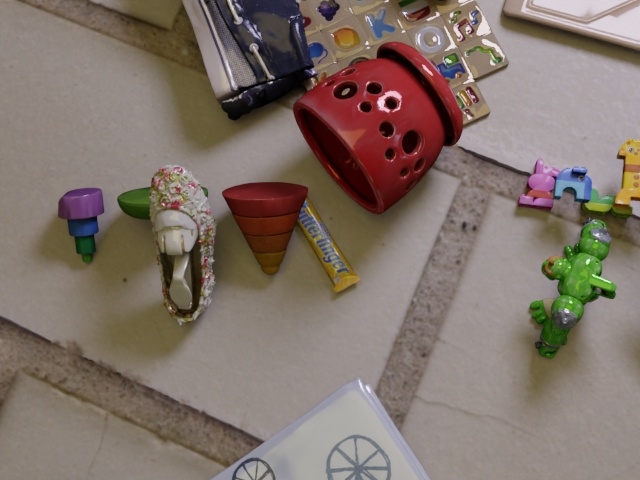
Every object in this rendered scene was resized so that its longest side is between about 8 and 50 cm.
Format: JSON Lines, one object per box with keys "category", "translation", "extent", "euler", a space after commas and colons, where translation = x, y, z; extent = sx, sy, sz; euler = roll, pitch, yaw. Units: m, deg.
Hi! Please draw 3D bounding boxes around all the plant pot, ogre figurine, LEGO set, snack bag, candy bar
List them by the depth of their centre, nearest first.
{"category": "ogre figurine", "translation": [0.339, 0.054, 1.205], "extent": [0.097, 0.118, 0.197], "euler": [43, 84, 13]}
{"category": "snack bag", "translation": [0.003, 0.406, 1.205], "extent": [0.343, 0.037, 0.323], "euler": [-34, 76, 1]}
{"category": "plant pot", "translation": [0.086, -0.157, 1.234], "extent": [0.174, 0.191, 0.191], "euler": [-36, 76, -8]}
{"category": "LEGO set", "translation": [0.394, -0.088, 1.248], "extent": [0.227, 0.087, 0.093], "euler": [7, 79, 6]}
{"category": "candy bar", "translation": [0.000, 0.000, 1.304], "extent": [0.040, 0.018, 0.161], "euler": [-30, 77, -2]}

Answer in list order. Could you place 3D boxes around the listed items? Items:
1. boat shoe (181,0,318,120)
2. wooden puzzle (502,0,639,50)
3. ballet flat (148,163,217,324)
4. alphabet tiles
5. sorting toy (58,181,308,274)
{"category": "boat shoe", "translation": [-0.119, -0.357, 1.346], "extent": [0.158, 0.127, 0.340], "euler": [-20, 86, 3]}
{"category": "wooden puzzle", "translation": [0.412, -0.398, 1.341], "extent": [0.239, 0.044, 0.220], "euler": [17, 80, 14]}
{"category": "ballet flat", "translation": [-0.182, 0.015, 1.218], "extent": [0.091, 0.240, 0.077], "euler": [0, 37, 7]}
{"category": "alphabet tiles", "translation": [0.101, -0.300, 1.364], "extent": [0.285, 0.011, 0.342], "euler": [-25, 76, 1]}
{"category": "sorting toy", "translation": [-0.195, -0.011, 1.299], "extent": [0.366, 0.127, 0.126], "euler": [-1, 105, 10]}
